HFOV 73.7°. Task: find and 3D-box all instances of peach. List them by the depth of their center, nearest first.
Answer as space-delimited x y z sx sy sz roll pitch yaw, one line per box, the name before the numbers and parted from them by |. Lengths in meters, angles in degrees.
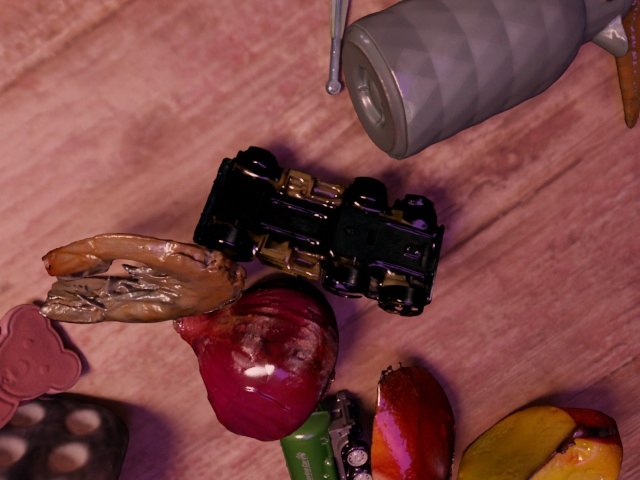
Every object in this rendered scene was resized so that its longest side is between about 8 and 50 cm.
peach | 0.149 0.286 0.612 0.189 0.068 0.279 -50 130 -34
peach | 0.348 0.368 0.687 0.267 0.154 0.159 -44 104 -5

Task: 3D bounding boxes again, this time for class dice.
dice | -0.341 0.308 0.497 0.181 0.182 0.183 16 107 -18

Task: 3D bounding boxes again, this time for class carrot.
carrot | 0.378 -0.259 0.522 0.049 0.049 0.254 -22 115 -4

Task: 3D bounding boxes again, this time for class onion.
onion | -0.090 0.137 0.516 0.218 0.140 0.195 24 123 -7

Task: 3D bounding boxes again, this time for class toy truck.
toy truck | -0.001 -0.002 0.479 0.257 0.127 0.127 18 69 -7
toy truck | 0.016 0.341 0.634 0.125 0.101 0.242 -14 110 -2

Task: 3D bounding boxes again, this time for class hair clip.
hair clip | -0.346 0.148 0.464 0.102 0.138 0.123 -22 106 -9

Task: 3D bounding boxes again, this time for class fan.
fan | 0.022 -0.258 0.458 0.038 0.016 0.193 -1 110 -14

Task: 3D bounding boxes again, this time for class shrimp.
shrimp | -0.200 0.042 0.440 0.253 0.058 0.173 -4 152 9

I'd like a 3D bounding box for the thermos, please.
thermos | 0.168 -0.217 0.447 0.286 0.145 0.182 -27 83 -4
